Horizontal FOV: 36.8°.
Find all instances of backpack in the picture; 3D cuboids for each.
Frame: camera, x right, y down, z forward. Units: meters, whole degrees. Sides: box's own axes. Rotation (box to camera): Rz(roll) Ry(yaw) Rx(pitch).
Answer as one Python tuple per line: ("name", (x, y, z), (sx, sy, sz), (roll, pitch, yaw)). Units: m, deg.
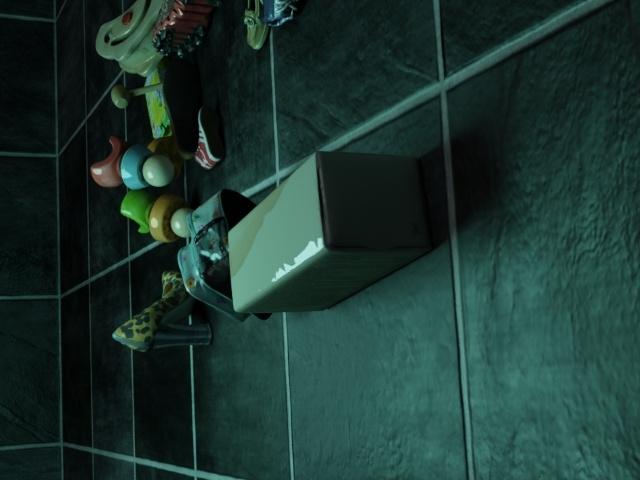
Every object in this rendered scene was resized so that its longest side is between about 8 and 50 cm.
("backpack", (-0.131, 0.020, 1.477), (0.144, 0.166, 0.188), (-35, 46, 24))

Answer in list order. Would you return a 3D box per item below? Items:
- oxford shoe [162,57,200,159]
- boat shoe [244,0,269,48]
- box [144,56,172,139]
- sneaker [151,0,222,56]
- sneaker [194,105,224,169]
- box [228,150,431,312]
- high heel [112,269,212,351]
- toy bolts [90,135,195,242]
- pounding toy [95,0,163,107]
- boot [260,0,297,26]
("oxford shoe", (-0.280, -0.263, 1.932), (0.076, 0.076, 0.212), (133, 132, -68))
("boat shoe", (-0.107, -0.394, 1.585), (0.056, 0.048, 0.153), (-133, 49, -56))
("box", (-0.345, -0.306, 2.103), (0.105, 0.043, 0.179), (121, 144, -47))
("sneaker", (-0.259, -0.467, 1.857), (0.276, 0.097, 0.135), (-44, 51, 54))
("sneaker", (-0.216, -0.192, 1.822), (0.067, 0.042, 0.119), (-44, 53, 53))
("box", (0.000, 0.000, 1.234), (0.311, 0.147, 0.121), (-35, 58, 59))
("high heel", (-0.335, 0.126, 1.898), (0.261, 0.186, 0.093), (-128, 45, -53))
("toy bolts", (-0.310, -0.127, 1.898), (0.158, 0.228, 0.218), (13, 68, 30))
("pounding toy", (-0.364, -0.413, 2.035), (0.269, 0.154, 0.154), (-50, 44, 11))
("boot", (-0.046, -0.381, 1.446), (0.190, 0.069, 0.086), (180, 83, -73))
